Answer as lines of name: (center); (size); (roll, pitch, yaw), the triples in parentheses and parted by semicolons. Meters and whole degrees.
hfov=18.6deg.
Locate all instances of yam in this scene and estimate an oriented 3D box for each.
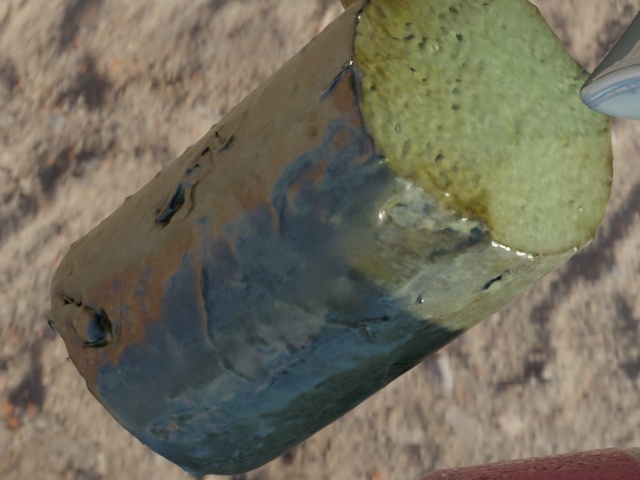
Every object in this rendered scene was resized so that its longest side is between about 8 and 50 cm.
yam: (0.000, 0.000, 0.940); (0.161, 0.161, 0.268); (41, 125, -19)

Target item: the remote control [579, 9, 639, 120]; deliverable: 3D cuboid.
remote control: (0.202, -0.071, 0.529); (0.293, 0.103, 0.051); (-1, 133, 51)

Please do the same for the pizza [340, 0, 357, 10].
pizza: (0.101, -0.202, 0.970); (0.229, 0.081, 0.289); (-1, 121, -3)

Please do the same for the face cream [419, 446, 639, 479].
face cream: (0.165, 0.217, 1.201); (0.195, 0.175, 0.175); (-4, 122, -13)
